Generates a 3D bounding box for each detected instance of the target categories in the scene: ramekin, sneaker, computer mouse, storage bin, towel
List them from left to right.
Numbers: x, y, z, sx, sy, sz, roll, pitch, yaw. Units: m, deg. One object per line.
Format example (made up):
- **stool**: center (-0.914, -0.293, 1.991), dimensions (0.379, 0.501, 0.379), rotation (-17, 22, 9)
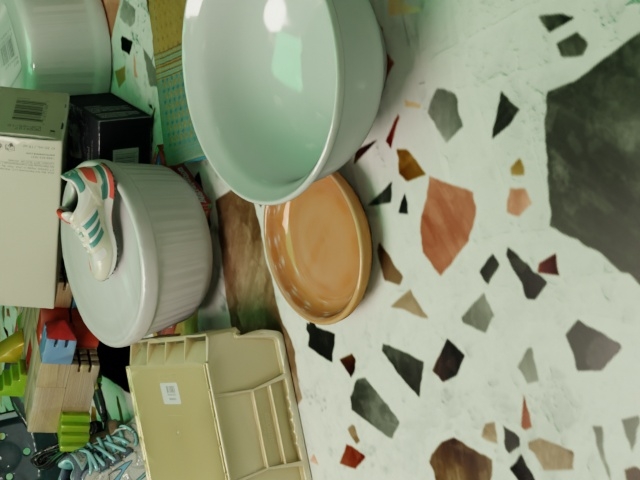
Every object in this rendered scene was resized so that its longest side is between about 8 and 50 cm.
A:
- **ramekin**: center (-0.472, -0.325, 1.650), dimensions (0.277, 0.135, 0.277), rotation (18, 113, 51)
- **computer mouse**: center (-0.513, 0.289, 1.860), dimensions (0.184, 0.060, 0.262), rotation (-25, 70, 11)
- **sneaker**: center (-0.314, -0.022, 1.293), dimensions (0.057, 0.075, 0.161), rotation (23, 115, 48)
- **sneaker**: center (-0.341, 0.364, 1.548), dimensions (0.110, 0.283, 0.122), rotation (25, 160, 47)
- **ramekin**: center (-0.262, 0.012, 1.404), dimensions (0.273, 0.127, 0.272), rotation (18, 113, 51)
- **towel**: center (-0.155, -0.290, 1.301), dimensions (0.271, 0.040, 0.370), rotation (1, 99, 54)
- **storage bin**: center (-0.149, 0.254, 1.364), dimensions (0.262, 0.123, 0.260), rotation (-12, 88, 55)

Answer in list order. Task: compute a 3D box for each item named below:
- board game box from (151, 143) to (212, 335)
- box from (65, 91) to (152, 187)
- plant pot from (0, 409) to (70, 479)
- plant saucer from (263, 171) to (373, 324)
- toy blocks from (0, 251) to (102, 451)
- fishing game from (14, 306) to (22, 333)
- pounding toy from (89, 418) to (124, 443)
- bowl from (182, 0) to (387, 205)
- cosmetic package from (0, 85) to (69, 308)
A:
- **board game box**: center (-0.241, 0.006, 1.508), dimensions (0.145, 0.027, 0.281), rotation (51, 136, 32)
- **box**: center (-0.345, -0.141, 1.557), dimensions (0.158, 0.093, 0.156), rotation (32, 123, 48)
- **plant pot**: center (-0.636, 0.463, 2.008), dimensions (0.252, 0.247, 0.247), rotation (-9, 91, 65)
- **plant saucer**: center (0.000, 0.000, 1.160), dimensions (0.200, 0.037, 0.200), rotation (21, 116, 51)
- **toy blocks**: center (-0.454, 0.143, 1.707), dimensions (0.381, 0.191, 0.261), rotation (-121, 44, -54)
- **fishing game**: center (-0.574, 0.193, 2.015), dimensions (0.264, 0.041, 0.189), rotation (36, 120, 48)
- **pounding toy**: center (-0.322, 0.431, 1.698), dimensions (0.154, 0.155, 0.269), rotation (82, 168, -59)
- **bowl**: center (-0.022, -0.191, 1.056), dimensions (0.298, 0.134, 0.297), rotation (18, 112, 51)
- **cosmetic package**: center (-0.455, -0.064, 1.514), dimensions (0.160, 0.113, 0.309), rotation (-104, 23, -55)
